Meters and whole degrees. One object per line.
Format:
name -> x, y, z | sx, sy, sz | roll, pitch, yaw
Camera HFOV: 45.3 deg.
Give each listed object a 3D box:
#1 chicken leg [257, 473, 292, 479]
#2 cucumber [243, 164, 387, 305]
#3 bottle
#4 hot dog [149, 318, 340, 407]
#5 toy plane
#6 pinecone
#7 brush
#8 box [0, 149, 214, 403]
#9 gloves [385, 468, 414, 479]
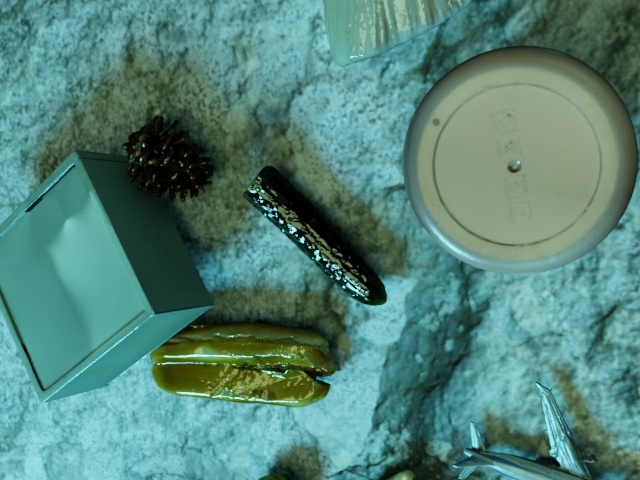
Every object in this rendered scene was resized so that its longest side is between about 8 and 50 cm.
chicken leg -> -0.070, 0.390, 1.056 | 0.093, 0.070, 0.178 | 29, 121, 3
cucumber -> 0.000, 0.000, 0.913 | 0.215, 0.058, 0.052 | 44, 81, 0
bottle -> 0.169, -0.075, 0.700 | 0.173, 0.297, 0.206 | 45, 110, 1
hot dog -> -0.105, 0.155, 0.991 | 0.270, 0.072, 0.109 | 2, 105, 18
toy plane -> 0.271, 0.280, 0.900 | 0.226, 0.058, 0.225 | 11, 106, 13
pinecone -> -0.186, -0.095, 0.937 | 0.102, 0.102, 0.109 | -35, 120, 25
brush -> 0.095, -0.302, 0.739 | 0.267, 0.174, 0.166 | -29, 108, 9
box -> -0.285, 0.047, 0.967 | 0.225, 0.117, 0.225 | -36, 74, 26
gloves -> 0.090, 0.386, 0.970 | 0.165, 0.124, 0.203 | 19, 87, -16
